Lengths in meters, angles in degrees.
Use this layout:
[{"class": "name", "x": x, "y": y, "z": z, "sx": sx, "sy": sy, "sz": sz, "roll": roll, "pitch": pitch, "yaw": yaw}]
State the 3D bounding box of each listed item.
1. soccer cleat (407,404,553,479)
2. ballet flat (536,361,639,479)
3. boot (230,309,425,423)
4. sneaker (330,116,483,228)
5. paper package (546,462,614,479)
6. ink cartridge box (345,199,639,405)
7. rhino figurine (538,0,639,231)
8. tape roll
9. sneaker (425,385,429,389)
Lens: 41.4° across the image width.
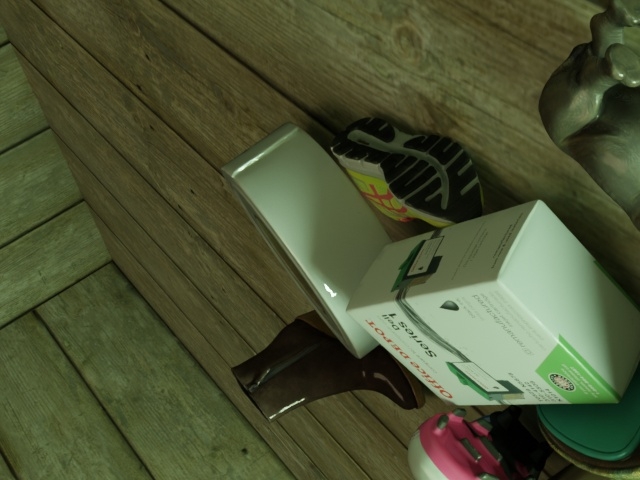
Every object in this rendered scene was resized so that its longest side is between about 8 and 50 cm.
[{"class": "soccer cleat", "x": 0.153, "y": 0.256, "z": 0.891, "sx": 0.116, "sy": 0.143, "sz": 0.331, "roll": 48, "pitch": -166, "yaw": 25}, {"class": "ballet flat", "x": 0.295, "y": 0.156, "z": 0.659, "sx": 0.123, "sy": 0.123, "sz": 0.348, "roll": 57, "pitch": 160, "yaw": -2}, {"class": "boot", "x": 0.010, "y": 0.214, "z": 1.257, "sx": 0.248, "sy": 0.206, "sz": 0.090, "roll": 40, "pitch": 155, "yaw": 39}, {"class": "sneaker", "x": 0.096, "y": -0.054, "z": 0.852, "sx": 0.208, "sy": 0.081, "sz": 0.094, "roll": 41, "pitch": 164, "yaw": 51}, {"class": "paper package", "x": 0.320, "y": 0.409, "z": 0.898, "sx": 0.325, "sy": 0.168, "sz": 0.309, "roll": 50, "pitch": 160, "yaw": 19}, {"class": "ink cartridge box", "x": 0.150, "y": 0.067, "z": 0.759, "sx": 0.160, "sy": 0.093, "sz": 0.219, "roll": 43, "pitch": 151, "yaw": -16}, {"class": "rhino figurine", "x": 0.235, "y": -0.036, "z": 0.547, "sx": 0.243, "sy": 0.073, "sz": 0.106, "roll": 52, "pitch": 156, "yaw": 8}, {"class": "tape roll", "x": 0.000, "y": 0.000, "z": 1.019, "sx": 0.286, "sy": 0.100, "sz": 0.286, "roll": 54, "pitch": 175, "yaw": 8}, {"class": "sneaker", "x": 0.163, "y": 0.120, "z": 0.944, "sx": 0.069, "sy": 0.082, "sz": 0.209, "roll": 51, "pitch": 158, "yaw": 19}]
